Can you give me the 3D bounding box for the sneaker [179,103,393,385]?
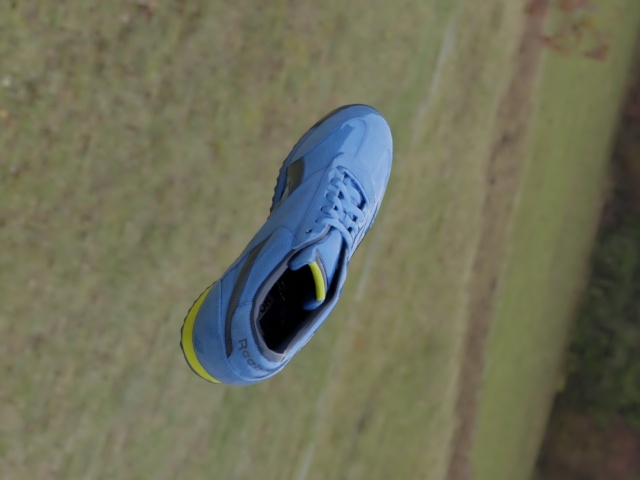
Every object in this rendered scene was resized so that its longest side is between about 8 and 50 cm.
[{"bbox_3d":[0.000,0.000,1.095,0.069,0.082,0.209,45,60,-22],"label":"sneaker"}]
